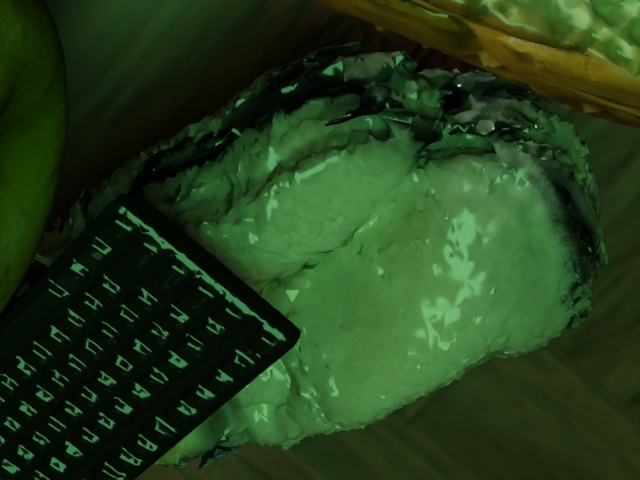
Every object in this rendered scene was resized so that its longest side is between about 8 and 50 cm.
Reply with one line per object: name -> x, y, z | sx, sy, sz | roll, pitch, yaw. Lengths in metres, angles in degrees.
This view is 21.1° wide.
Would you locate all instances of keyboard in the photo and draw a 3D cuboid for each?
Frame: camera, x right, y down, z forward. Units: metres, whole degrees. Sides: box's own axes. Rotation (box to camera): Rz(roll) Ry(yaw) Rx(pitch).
keyboard -> -0.088, 0.061, 0.494 | 0.061, 0.013, 0.204 | 39, 128, -12

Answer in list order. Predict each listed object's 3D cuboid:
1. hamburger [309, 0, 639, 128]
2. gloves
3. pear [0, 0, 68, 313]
hamburger -> 0.037, -0.121, 0.400 | 0.282, 0.245, 0.155 | 23, 93, 32
gloves -> 0.001, -0.001, 0.483 | 0.153, 0.070, 0.114 | -21, 116, 22
pear -> -0.174, -0.032, 0.430 | 0.216, 0.166, 0.180 | 12, 125, 17
